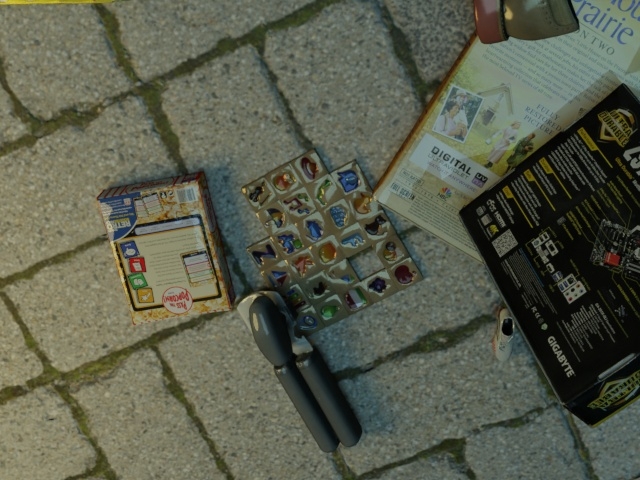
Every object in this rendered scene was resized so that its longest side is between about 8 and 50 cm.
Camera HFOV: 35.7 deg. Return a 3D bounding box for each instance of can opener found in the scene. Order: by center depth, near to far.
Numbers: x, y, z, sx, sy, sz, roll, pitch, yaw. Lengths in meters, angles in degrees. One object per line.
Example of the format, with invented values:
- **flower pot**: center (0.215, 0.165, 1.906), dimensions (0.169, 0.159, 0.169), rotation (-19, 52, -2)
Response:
- **can opener**: center (-0.035, 0.191, 1.406), dimensions (0.074, 0.093, 0.280), rotation (-19, 114, 27)

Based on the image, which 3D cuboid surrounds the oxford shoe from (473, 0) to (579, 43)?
- **oxford shoe**: center (0.242, -0.397, 1.106), dimensions (0.130, 0.123, 0.348), rotation (4, 107, 20)

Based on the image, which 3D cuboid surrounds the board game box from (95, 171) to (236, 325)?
- **board game box**: center (-0.211, 0.013, 1.373), dimensions (0.146, 0.045, 0.194), rotation (-9, 110, 7)

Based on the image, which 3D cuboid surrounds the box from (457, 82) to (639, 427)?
- **box**: center (0.324, 0.009, 1.120), dimensions (0.257, 0.322, 0.079), rotation (-38, 133, 16)

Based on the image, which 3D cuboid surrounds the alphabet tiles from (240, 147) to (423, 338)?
- **alphabet tiles**: center (0.000, 0.000, 1.372), dimensions (0.198, 0.009, 0.237), rotation (-27, 106, 14)

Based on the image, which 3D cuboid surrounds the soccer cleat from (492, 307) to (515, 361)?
- **soccer cleat**: center (0.258, 0.135, 1.387), dimensions (0.029, 0.035, 0.083), rotation (5, 111, 2)

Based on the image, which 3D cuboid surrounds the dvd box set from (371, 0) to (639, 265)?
- **dvd box set**: center (0.301, -0.153, 1.262), dimensions (0.307, 0.062, 0.420), rotation (29, 110, -6)

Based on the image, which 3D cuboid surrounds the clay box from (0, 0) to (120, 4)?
- **clay box**: center (-0.337, -0.361, 1.237), dimensions (0.222, 0.053, 0.127), rotation (0, 111, 3)
